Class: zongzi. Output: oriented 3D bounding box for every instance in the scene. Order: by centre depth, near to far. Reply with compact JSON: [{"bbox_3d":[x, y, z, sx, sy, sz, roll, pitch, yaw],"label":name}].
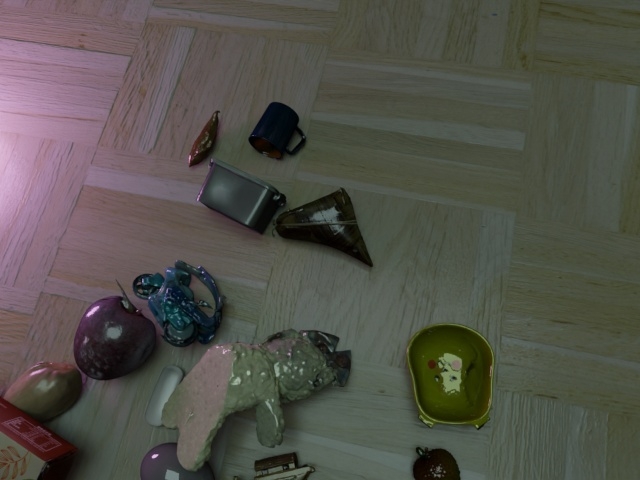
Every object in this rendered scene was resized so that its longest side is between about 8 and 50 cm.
[{"bbox_3d":[0.000,0.000,1.588,0.247,0.111,0.241,-20,77,3],"label":"zongzi"}]

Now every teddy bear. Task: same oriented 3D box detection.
[{"bbox_3d":[-0.149,0.394,1.433,0.376,0.362,0.327,-58,44,13],"label":"teddy bear"}]

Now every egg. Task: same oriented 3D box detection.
[{"bbox_3d":[-0.357,0.592,1.386,0.198,0.146,0.146,31,76,9],"label":"egg"}]

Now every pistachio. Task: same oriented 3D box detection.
[{"bbox_3d":[-0.754,0.410,1.498,0.223,0.126,0.152,-26,105,-3],"label":"pistachio"}]

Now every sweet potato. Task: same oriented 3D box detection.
[{"bbox_3d":[-0.361,-0.317,1.746,0.068,0.060,0.206,12,77,38],"label":"sweet potato"}]

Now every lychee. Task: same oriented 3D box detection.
[{"bbox_3d":[0.284,0.569,1.359,0.114,0.114,0.147,-29,91,-5],"label":"lychee"}]

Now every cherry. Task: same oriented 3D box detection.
[{"bbox_3d":[-0.557,0.261,1.502,0.213,0.183,0.266,36,97,26],"label":"cherry"}]

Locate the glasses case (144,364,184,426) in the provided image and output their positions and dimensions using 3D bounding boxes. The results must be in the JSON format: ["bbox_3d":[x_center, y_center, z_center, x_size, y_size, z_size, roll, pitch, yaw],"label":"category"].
[{"bbox_3d":[-0.424,0.422,1.507,0.063,0.041,0.164,15,72,8],"label":"glasses case"}]

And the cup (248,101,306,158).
[{"bbox_3d":[-0.131,-0.334,1.722,0.113,0.150,0.138,10,66,44],"label":"cup"}]

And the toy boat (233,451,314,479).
[{"bbox_3d":[-0.129,0.599,1.410,0.225,0.068,0.088,-13,65,3],"label":"toy boat"}]

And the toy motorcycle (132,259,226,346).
[{"bbox_3d":[-0.384,0.168,1.547,0.206,0.154,0.260,-28,65,-29],"label":"toy motorcycle"}]

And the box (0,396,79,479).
[{"bbox_3d":[-0.854,0.594,1.390,0.385,0.122,0.345,26,94,13],"label":"box"}]

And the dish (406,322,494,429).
[{"bbox_3d":[0.332,0.352,1.430,0.220,0.108,0.263,-1,69,5],"label":"dish"}]

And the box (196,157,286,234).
[{"bbox_3d":[-0.237,-0.124,1.625,0.243,0.163,0.135,26,84,12],"label":"box"}]
